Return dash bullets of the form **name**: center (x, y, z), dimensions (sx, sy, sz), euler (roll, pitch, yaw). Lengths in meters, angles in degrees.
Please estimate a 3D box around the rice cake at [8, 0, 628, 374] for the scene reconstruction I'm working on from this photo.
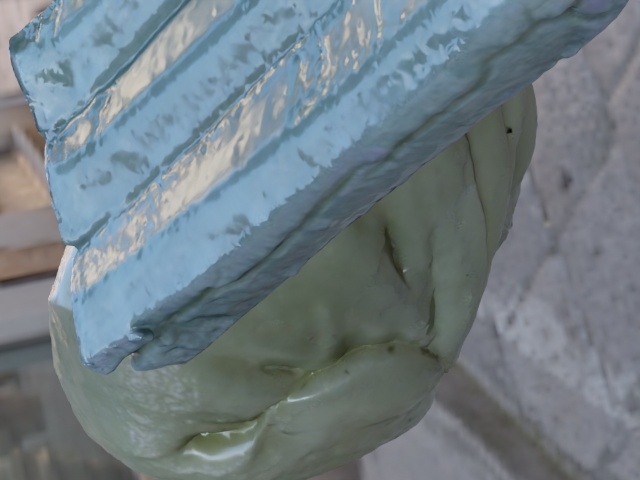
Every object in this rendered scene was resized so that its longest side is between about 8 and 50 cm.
- **rice cake**: center (-0.009, -0.057, 0.432), dimensions (0.211, 0.038, 0.124), euler (-33, 67, 46)

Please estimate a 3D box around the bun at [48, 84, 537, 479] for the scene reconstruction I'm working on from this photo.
- **bun**: center (0.000, 0.000, 0.731), dimensions (0.160, 0.259, 0.259), euler (31, 146, 17)
